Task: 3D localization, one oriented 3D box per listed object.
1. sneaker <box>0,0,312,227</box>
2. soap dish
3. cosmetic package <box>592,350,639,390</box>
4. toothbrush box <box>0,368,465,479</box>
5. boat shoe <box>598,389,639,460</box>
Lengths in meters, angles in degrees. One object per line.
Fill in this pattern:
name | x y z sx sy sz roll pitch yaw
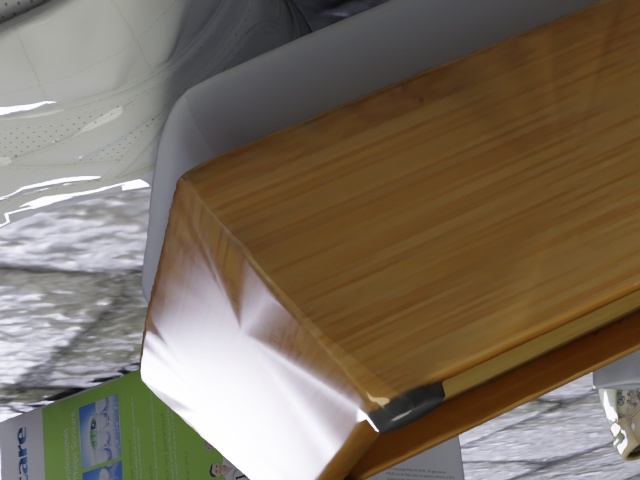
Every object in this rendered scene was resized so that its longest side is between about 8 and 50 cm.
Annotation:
sneaker | -0.161 -0.055 0.526 0.293 0.108 0.169 -20 158 8
soap dish | 0.083 -0.014 0.569 0.291 0.118 0.229 -23 166 -16
cosmetic package | 0.263 0.037 0.907 0.117 0.085 0.231 4 166 -23
toothbrush box | -0.068 0.164 1.155 0.206 0.122 0.283 11 153 -43
boat shoe | 0.305 0.074 1.070 0.105 0.089 0.285 8 156 -36
